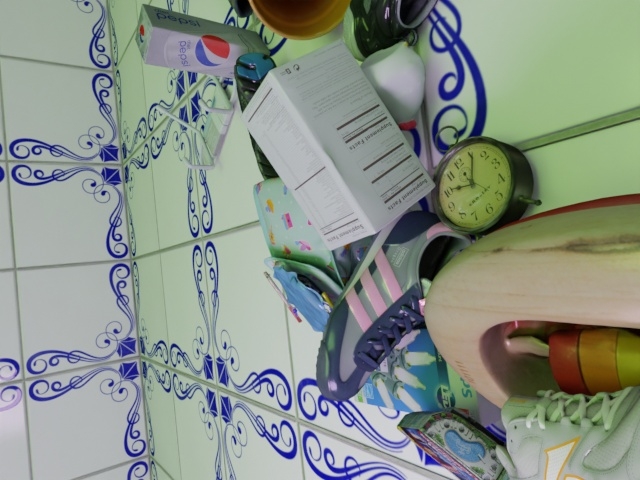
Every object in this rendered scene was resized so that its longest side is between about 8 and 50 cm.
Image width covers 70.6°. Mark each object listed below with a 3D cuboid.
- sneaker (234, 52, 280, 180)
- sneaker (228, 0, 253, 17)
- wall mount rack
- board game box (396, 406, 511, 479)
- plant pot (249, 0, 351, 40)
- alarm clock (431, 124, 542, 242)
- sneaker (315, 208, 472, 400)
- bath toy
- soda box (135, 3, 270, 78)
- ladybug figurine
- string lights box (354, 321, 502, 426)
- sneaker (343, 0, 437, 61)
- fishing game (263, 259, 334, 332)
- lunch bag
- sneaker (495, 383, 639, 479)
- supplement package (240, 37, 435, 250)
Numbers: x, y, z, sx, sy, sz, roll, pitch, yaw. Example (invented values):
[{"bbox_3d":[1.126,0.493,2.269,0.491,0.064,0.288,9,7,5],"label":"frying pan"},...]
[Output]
[{"bbox_3d":[-0.103,-0.247,1.025,0.139,0.125,0.340,118,137,-76],"label":"sneaker"},{"bbox_3d":[-0.139,-0.639,1.031,0.300,0.111,0.121,-32,78,57],"label":"sneaker"},{"bbox_3d":[-0.371,-0.389,1.339,0.304,0.131,0.350,60,136,31],"label":"wall mount rack"},{"bbox_3d":[0.201,0.264,0.535,0.194,0.060,0.194,37,161,11],"label":"board game box"},{"bbox_3d":[-0.050,-0.510,0.845,0.187,0.205,0.205,-110,36,-46],"label":"plant pot"},{"bbox_3d":[0.211,-0.087,0.620,0.129,0.064,0.191,-50,52,39],"label":"alarm clock"},{"bbox_3d":[0.106,0.097,0.654,0.131,0.112,0.318,16,76,45],"label":"sneaker"},{"bbox_3d":[0.043,-0.242,0.789,0.348,0.151,0.129,7,137,51],"label":"bath toy"},{"bbox_3d":[-0.270,-0.453,1.057,0.091,0.287,0.098,-55,51,40],"label":"soda box"},{"bbox_3d":[0.300,0.079,0.385,0.450,0.162,0.305,-2,129,53],"label":"ladybug figurine"},{"bbox_3d":[0.157,0.198,0.716,0.260,0.077,0.133,-15,80,54],"label":"string lights box"},{"bbox_3d":[0.110,-0.426,0.701,0.153,0.101,0.268,16,112,52],"label":"sneaker"},{"bbox_3d":[-0.018,0.111,0.822,0.189,0.041,0.264,55,160,-16],"label":"fishing game"},{"bbox_3d":[0.000,0.000,0.848,0.224,0.160,0.262,4,107,53],"label":"lunch bag"},{"bbox_3d":[0.202,0.158,0.354,0.121,0.099,0.262,46,149,37],"label":"sneaker"},{"bbox_3d":[0.022,-0.128,0.650,0.244,0.134,0.139,56,152,-6],"label":"supplement package"}]
